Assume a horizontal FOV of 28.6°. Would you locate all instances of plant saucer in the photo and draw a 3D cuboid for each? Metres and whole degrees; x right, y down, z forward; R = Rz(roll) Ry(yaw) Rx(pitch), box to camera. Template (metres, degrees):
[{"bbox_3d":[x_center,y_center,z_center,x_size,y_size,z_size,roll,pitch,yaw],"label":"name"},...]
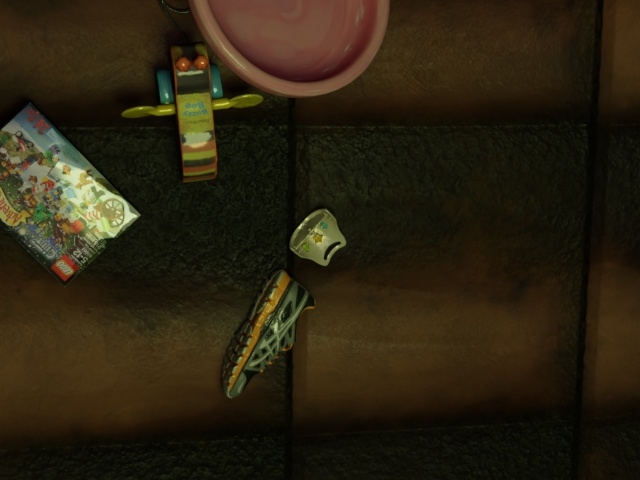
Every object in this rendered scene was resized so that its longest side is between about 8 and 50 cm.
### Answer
[{"bbox_3d":[-0.056,-0.365,1.816,0.332,0.084,0.332,5,81,-32],"label":"plant saucer"}]

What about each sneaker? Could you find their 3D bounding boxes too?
[{"bbox_3d":[-0.083,0.155,1.958,0.083,0.084,0.215,29,92,-21],"label":"sneaker"}]

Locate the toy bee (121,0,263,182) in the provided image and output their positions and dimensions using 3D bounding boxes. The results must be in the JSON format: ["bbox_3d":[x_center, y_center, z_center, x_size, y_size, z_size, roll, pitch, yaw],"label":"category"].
[{"bbox_3d":[-0.200,-0.222,1.821,0.195,0.162,0.298,-28,105,-4],"label":"toy bee"}]

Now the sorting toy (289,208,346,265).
[{"bbox_3d":[0.000,0.000,1.969,0.075,0.045,0.083,43,89,-23],"label":"sorting toy"}]

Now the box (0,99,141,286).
[{"bbox_3d":[-0.404,-0.069,1.864,0.159,0.044,0.233,-44,106,-2],"label":"box"}]
